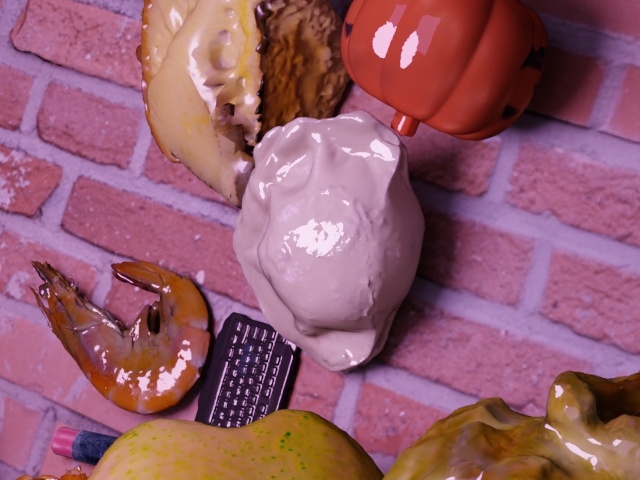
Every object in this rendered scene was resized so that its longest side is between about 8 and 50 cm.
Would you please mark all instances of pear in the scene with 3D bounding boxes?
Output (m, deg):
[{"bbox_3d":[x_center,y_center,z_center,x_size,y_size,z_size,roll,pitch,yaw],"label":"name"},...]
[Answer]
[{"bbox_3d":[-0.079,0.323,1.691,0.391,0.391,0.391,-8,75,31],"label":"pear"}]

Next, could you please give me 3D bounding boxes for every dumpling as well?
[{"bbox_3d":[0.000,0.000,1.825,0.193,0.147,0.258,8,109,24],"label":"dumpling"}]

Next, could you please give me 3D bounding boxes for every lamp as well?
[{"bbox_3d":[0.109,-0.170,1.775,0.187,0.187,0.164,30,97,34],"label":"lamp"}]

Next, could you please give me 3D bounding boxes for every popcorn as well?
[{"bbox_3d":[0.196,0.226,1.596,0.276,0.225,0.276,-24,36,19],"label":"popcorn"}]

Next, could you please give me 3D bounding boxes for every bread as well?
[{"bbox_3d":[-0.083,-0.189,1.920,0.204,0.162,0.262,31,125,31],"label":"bread"}]

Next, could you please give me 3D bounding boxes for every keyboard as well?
[{"bbox_3d":[-0.092,0.206,1.921,0.106,0.016,0.262,15,88,34],"label":"keyboard"}]

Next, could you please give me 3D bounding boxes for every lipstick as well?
[{"bbox_3d":[-0.190,0.217,1.957,0.234,0.053,0.053,7,83,44],"label":"lipstick"}]

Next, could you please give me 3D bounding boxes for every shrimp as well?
[{"bbox_3d":[-0.212,0.082,2.003,0.249,0.068,0.150,30,84,29],"label":"shrimp"}]

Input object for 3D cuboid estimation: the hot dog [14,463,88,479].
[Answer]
[{"bbox_3d":[-0.271,0.398,1.934,0.158,0.117,0.349,-5,77,33],"label":"hot dog"}]
